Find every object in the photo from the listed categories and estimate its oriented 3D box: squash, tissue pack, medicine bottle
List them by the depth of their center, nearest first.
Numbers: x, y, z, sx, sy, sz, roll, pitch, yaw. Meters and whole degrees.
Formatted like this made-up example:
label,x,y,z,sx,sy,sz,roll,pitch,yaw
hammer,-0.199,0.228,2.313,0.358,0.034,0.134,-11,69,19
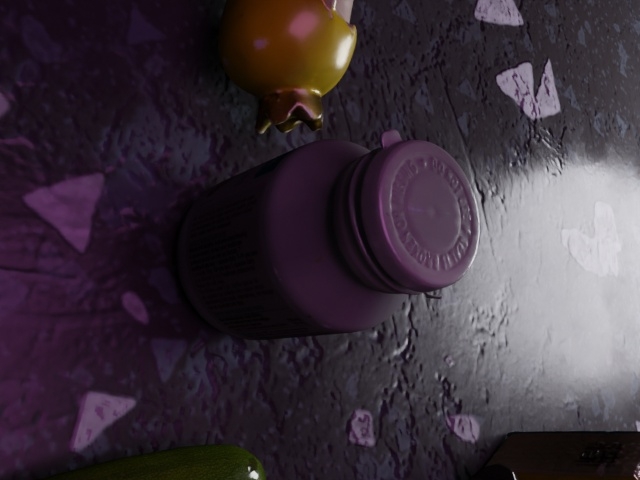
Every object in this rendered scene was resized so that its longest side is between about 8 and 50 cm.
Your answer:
label,x,y,z,sx,sy,sz,roll,pitch,yaw
squash,-0.139,0.176,0.423,0.252,0.066,0.066,-2,82,-39
medicine bottle,0.000,0.000,0.476,0.135,0.215,0.134,10,74,-37
tissue pack,0.269,0.261,0.673,0.082,0.169,0.120,-40,106,-43

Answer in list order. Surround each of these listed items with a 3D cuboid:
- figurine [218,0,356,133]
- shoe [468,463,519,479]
label,x,y,z,sx,sy,sz,roll,pitch,yaw
figurine,-0.020,-0.212,0.577,0.185,0.127,0.234,-25,94,-64
shoe,0.170,0.319,0.650,0.077,0.074,0.194,27,67,-45
